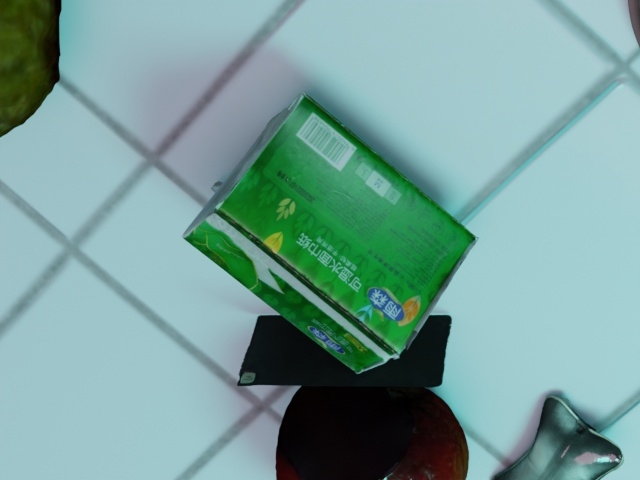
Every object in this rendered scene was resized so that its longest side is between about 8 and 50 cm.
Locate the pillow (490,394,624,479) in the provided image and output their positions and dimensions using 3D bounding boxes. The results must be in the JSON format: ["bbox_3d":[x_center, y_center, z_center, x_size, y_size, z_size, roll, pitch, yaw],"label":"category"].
[{"bbox_3d":[0.228,0.224,1.547,0.091,0.055,0.135,31,114,-2],"label":"pillow"}]

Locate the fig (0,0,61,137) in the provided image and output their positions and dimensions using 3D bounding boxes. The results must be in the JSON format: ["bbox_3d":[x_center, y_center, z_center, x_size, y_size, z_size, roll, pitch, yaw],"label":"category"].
[{"bbox_3d":[-0.391,-0.164,1.316,0.286,0.368,0.286,9,119,17],"label":"fig"}]

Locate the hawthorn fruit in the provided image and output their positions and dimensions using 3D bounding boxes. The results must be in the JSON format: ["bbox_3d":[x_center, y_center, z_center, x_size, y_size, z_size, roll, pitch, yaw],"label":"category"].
[{"bbox_3d":[0.046,0.240,1.518,0.190,0.189,0.251,8,125,7],"label":"hawthorn fruit"}]

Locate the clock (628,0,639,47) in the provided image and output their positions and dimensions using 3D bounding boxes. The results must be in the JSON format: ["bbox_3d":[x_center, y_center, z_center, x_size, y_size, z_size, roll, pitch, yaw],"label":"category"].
[{"bbox_3d":[0.378,-0.208,1.320,0.244,0.056,0.244,5,117,9],"label":"clock"}]

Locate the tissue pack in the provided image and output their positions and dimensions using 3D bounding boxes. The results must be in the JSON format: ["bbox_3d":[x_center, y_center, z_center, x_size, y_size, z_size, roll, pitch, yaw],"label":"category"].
[{"bbox_3d":[0.000,0.002,1.444,0.209,0.148,0.156,39,155,-10],"label":"tissue pack"}]

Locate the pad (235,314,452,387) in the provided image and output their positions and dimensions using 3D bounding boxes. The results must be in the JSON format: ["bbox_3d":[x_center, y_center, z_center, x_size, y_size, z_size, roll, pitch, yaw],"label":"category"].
[{"bbox_3d":[0.024,0.103,1.494,0.193,0.116,0.004,-2,122,11],"label":"pad"}]
